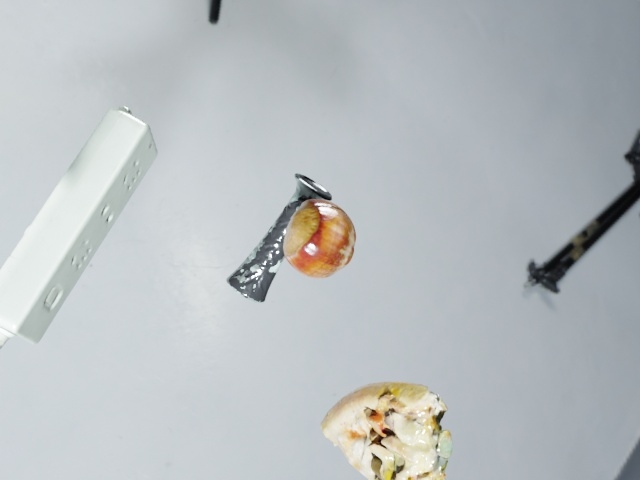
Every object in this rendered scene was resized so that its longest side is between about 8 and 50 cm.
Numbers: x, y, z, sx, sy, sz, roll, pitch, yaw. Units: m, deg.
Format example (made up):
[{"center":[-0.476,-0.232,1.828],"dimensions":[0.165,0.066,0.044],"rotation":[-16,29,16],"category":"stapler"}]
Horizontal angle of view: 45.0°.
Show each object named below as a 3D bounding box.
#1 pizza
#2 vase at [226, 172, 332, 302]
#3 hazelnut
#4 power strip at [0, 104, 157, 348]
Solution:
[{"center":[0.071,0.231,0.727],"dimensions":[0.052,0.185,0.195],"rotation":[-12,77,-35],"category":"pizza"},{"center":[-0.052,-0.003,0.981],"dimensions":[0.059,0.059,0.167],"rotation":[29,101,-22],"category":"vase"},{"center":[0.000,0.000,0.844],"dimensions":[0.086,0.086,0.086],"rotation":[5,79,-28],"category":"hazelnut"},{"center":[-0.294,-0.010,0.905],"dimensions":[0.058,0.098,0.338],"rotation":[28,73,3],"category":"power strip"}]
